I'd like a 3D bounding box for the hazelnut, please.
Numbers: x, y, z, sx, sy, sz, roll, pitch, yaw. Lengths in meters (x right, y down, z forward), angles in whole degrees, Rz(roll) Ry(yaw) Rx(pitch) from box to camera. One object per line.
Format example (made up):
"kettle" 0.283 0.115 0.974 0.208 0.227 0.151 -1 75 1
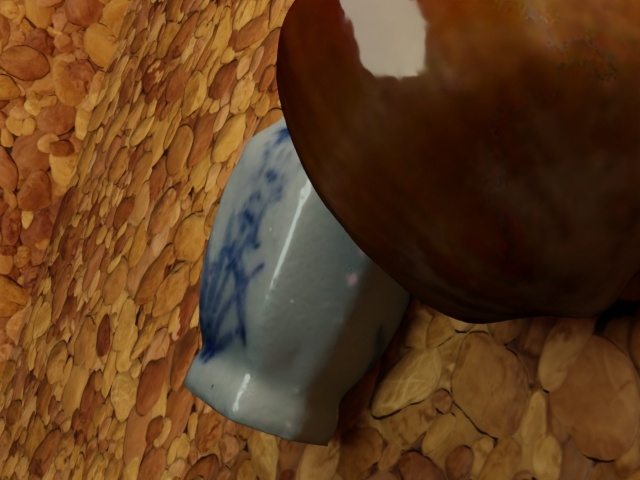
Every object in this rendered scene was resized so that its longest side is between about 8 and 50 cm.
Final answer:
"hazelnut" 0.136 -0.115 0.870 0.366 0.366 0.366 -38 41 42

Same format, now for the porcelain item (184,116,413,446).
"porcelain item" 0.000 0.000 1.140 0.242 0.178 0.405 16 87 60
